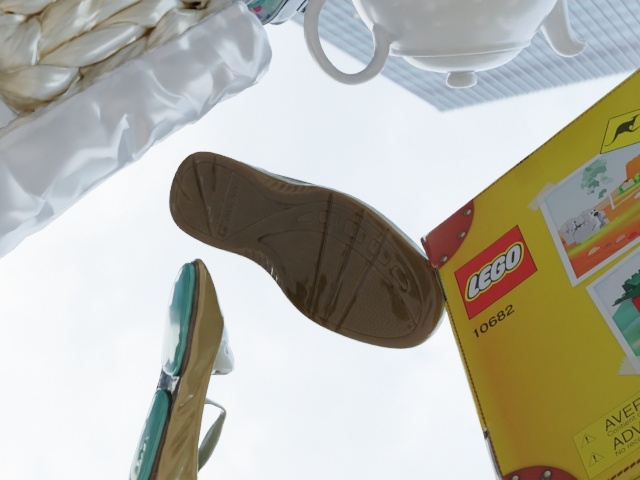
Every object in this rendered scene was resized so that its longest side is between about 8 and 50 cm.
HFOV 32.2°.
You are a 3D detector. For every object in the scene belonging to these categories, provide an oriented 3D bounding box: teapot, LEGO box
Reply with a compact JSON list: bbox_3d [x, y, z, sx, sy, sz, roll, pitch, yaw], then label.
[{"bbox_3d":[0.140,-0.256,1.184,0.255,0.252,0.187,3,-75,21],"label":"teapot"},{"bbox_3d":[0.343,0.003,0.793,0.500,0.193,0.372,-39,-152,18],"label":"LEGO box"}]

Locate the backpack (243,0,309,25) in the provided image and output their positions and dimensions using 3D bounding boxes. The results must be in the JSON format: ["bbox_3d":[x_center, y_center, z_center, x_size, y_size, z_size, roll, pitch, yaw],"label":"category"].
[{"bbox_3d":[-0.103,-0.433,1.478,0.253,0.191,0.225,45,-71,8],"label":"backpack"}]

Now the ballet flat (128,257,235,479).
[{"bbox_3d":[-0.118,0.132,1.021,0.080,0.073,0.232,28,-76,64],"label":"ballet flat"}]

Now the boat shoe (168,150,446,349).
[{"bbox_3d":[0.000,0.000,1.096,0.341,0.110,0.122,31,-78,34],"label":"boat shoe"}]

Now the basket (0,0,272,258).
[{"bbox_3d":[-0.269,-0.072,0.472,0.331,0.328,0.266,-18,-73,51],"label":"basket"}]
